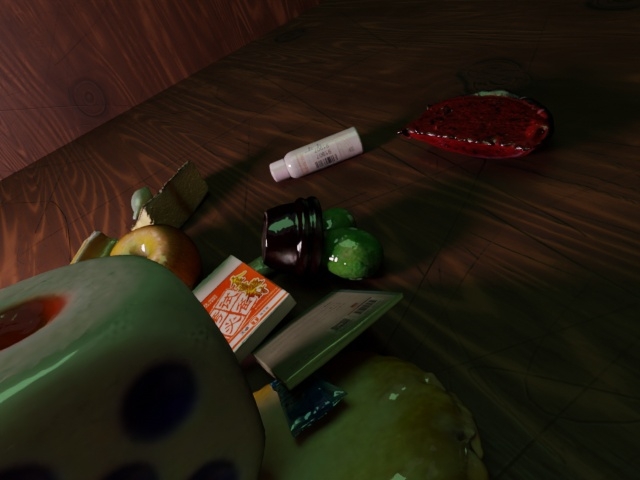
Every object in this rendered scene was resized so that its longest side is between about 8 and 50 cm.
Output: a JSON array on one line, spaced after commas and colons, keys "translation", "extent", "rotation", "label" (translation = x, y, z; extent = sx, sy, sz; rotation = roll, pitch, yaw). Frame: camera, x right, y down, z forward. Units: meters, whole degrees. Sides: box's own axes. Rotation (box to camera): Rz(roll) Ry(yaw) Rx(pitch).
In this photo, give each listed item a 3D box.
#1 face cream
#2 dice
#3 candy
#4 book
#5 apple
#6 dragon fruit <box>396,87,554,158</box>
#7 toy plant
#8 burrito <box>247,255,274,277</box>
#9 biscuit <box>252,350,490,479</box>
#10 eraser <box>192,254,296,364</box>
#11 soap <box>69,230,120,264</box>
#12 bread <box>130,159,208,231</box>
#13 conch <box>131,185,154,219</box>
[{"translation": [-0.014, -0.237, 1.312], "extent": [0.269, 0.082, 0.082], "rotation": [-22, 37, 4], "label": "face cream"}, {"translation": [-0.262, 0.212, 0.497], "extent": [0.277, 0.304, 0.304], "rotation": [10, 34, 45], "label": "dice"}, {"translation": [-0.019, 0.207, 0.643], "extent": [0.088, 0.038, 0.136], "rotation": [-28, 19, -12], "label": "candy"}, {"translation": [-0.004, 0.145, 0.758], "extent": [0.215, 0.025, 0.282], "rotation": [-35, 5, -16], "label": "book"}, {"translation": [-0.366, 0.075, 1.049], "extent": [0.210, 0.173, 0.235], "rotation": [-22, 47, 6], "label": "apple"}, {"translation": [0.398, -0.273, 1.114], "extent": [0.343, 0.100, 0.282], "rotation": [20, 53, 40], "label": "dragon fruit"}, {"translation": [0.000, 0.000, 0.954], "extent": [0.235, 0.175, 0.218], "rotation": [0, 29, -11], "label": "toy plant"}, {"translation": [-0.154, 0.075, 1.034], "extent": [0.188, 0.045, 0.058], "rotation": [-36, 23, -10], "label": "burrito"}, {"translation": [-0.014, 0.317, 0.586], "extent": [0.446, 0.104, 0.429], "rotation": [-32, 23, -14], "label": "biscuit"}, {"translation": [-0.171, 0.127, 0.923], "extent": [0.157, 0.038, 0.230], "rotation": [-46, 40, -16], "label": "eraser"}, {"translation": [-0.562, 0.127, 1.072], "extent": [0.173, 0.089, 0.274], "rotation": [-45, 24, 50], "label": "soap"}, {"translation": [-0.475, -0.121, 1.375], "extent": [0.178, 0.135, 0.240], "rotation": [3, 47, 32], "label": "bread"}, {"translation": [-0.564, -0.121, 1.497], "extent": [0.065, 0.088, 0.180], "rotation": [-55, 30, 34], "label": "conch"}]
